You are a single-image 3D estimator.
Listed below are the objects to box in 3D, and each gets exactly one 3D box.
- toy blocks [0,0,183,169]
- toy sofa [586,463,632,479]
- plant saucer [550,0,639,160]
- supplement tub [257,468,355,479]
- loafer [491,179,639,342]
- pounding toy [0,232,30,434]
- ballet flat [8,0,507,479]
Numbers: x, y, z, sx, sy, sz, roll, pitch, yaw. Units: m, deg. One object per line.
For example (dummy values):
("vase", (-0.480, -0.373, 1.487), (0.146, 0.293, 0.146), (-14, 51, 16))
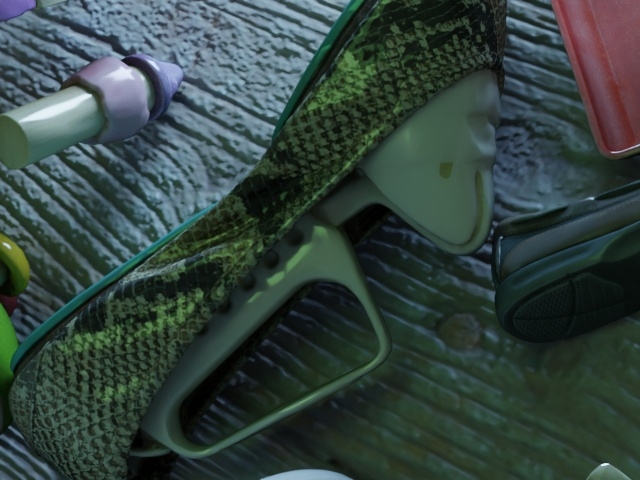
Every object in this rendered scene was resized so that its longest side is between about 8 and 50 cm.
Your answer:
("toy blocks", (-0.254, -0.233, 1.150), (0.288, 0.309, 0.260), (4, 23, 36))
("toy sofa", (0.306, 0.075, 0.710), (0.362, 0.150, 0.177), (-43, 63, -14))
("plant saucer", (0.287, -0.189, 0.979), (0.259, 0.048, 0.258), (-21, 56, 16))
("supplement tub", (0.025, 0.271, 0.764), (0.191, 0.191, 0.272), (-45, 53, -2))
("loafer", (0.226, -0.023, 0.892), (0.267, 0.096, 0.084), (-22, 50, 16))
("pounding toy", (-0.275, 0.024, 1.055), (0.183, 0.237, 0.110), (3, 37, 44))
("ballet flat", (0.000, 0.000, 0.965), (0.483, 0.164, 0.182), (-46, 69, 5))
